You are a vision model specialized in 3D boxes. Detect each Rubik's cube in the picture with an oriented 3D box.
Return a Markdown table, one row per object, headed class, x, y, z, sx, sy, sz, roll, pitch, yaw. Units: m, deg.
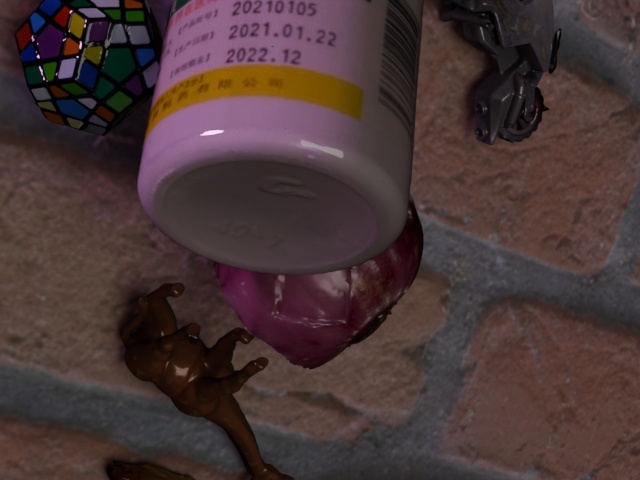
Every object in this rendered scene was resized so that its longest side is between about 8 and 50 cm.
| class | x | y | z | sx | sy | sz | roll | pitch | yaw |
| --- | --- | --- | --- | --- | --- | --- | --- | --- | --- |
| Rubik's cube | -0.188 | -0.153 | 1.128 | 0.133 | 0.133 | 0.112 | 33 | 59 | -34 |

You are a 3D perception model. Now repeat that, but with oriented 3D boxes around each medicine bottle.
| class | x | y | z | sx | sy | sz | roll | pitch | yaw |
| --- | --- | --- | --- | --- | --- | --- | --- | --- | --- |
| medicine bottle | -0.022 | -0.163 | 1.100 | 0.208 | 0.208 | 0.340 | 28 | 54 | -35 |

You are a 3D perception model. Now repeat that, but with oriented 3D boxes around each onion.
| class | x | y | z | sx | sy | sz | roll | pitch | yaw |
| --- | --- | --- | --- | --- | --- | --- | --- | --- | --- |
| onion | 0.008 | 0.011 | 1.235 | 0.201 | 0.200 | 0.207 | -57 | 148 | -6 |

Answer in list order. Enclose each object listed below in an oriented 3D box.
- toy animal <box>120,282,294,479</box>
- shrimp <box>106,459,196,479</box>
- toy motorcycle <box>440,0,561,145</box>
| class | x | y | z | sx | sy | sz | roll | pitch | yaw |
| --- | --- | --- | --- | --- | --- | --- | --- | --- | --- |
| toy animal | -0.094 | 0.147 | 1.274 | 0.224 | 0.230 | 0.066 | 30 | 53 | -4 |
| shrimp | -0.185 | 0.283 | 1.291 | 0.173 | 0.058 | 0.253 | -53 | 127 | -18 |
| toy motorcycle | 0.180 | -0.196 | 1.370 | 0.122 | 0.080 | 0.215 | -16 | 116 | -28 |
